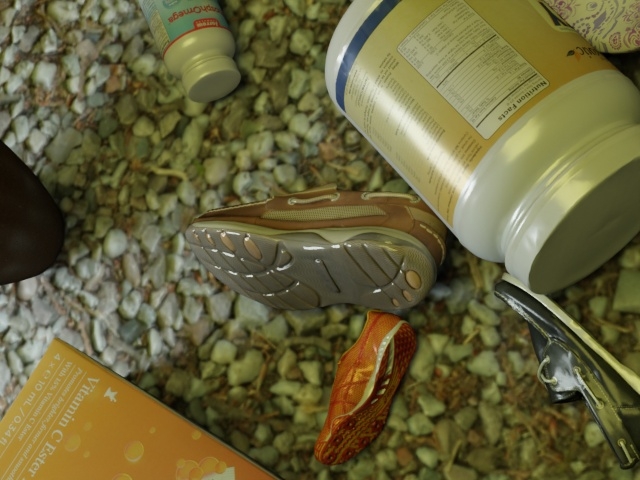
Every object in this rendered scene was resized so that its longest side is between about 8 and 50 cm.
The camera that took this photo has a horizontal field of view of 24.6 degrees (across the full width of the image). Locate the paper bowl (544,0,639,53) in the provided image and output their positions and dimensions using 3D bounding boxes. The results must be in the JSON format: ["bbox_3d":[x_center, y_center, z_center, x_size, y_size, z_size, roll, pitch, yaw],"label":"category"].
[{"bbox_3d":[0.309,-0.339,1.446,0.148,0.284,0.284,-25,61,-28],"label":"paper bowl"}]

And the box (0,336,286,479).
[{"bbox_3d":[-0.178,0.288,1.534,0.345,0.168,0.215,28,81,27],"label":"box"}]

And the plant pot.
[{"bbox_3d":[-0.403,-0.028,1.691,0.215,0.230,0.215,-6,75,23],"label":"plant pot"}]

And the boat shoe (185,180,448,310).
[{"bbox_3d":[0.000,0.000,1.582,0.324,0.123,0.116,6,46,34],"label":"boat shoe"}]

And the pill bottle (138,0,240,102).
[{"bbox_3d":[-0.151,-0.244,1.710,0.087,0.087,0.160,-30,68,15],"label":"pill bottle"}]

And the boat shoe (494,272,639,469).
[{"bbox_3d":[0.246,0.123,1.444,0.079,0.084,0.233,-45,66,4],"label":"boat shoe"}]

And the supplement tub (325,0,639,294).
[{"bbox_3d":[0.178,-0.122,1.454,0.228,0.228,0.316,-45,65,8],"label":"supplement tub"}]

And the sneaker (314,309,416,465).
[{"bbox_3d":[0.041,0.157,1.552,0.067,0.064,0.175,24,83,47],"label":"sneaker"}]
